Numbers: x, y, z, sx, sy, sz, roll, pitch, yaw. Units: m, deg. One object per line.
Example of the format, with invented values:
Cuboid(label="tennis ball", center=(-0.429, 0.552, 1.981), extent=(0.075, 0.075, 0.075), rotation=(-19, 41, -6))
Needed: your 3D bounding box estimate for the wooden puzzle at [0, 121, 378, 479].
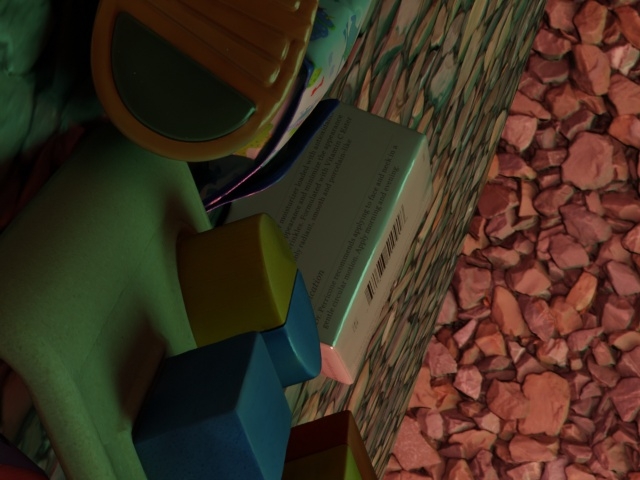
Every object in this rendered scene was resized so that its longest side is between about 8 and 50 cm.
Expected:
Cuboid(label="wooden puzzle", center=(-0.028, 0.118, 0.760), extent=(0.322, 0.080, 0.347), rotation=(-77, 143, -72))

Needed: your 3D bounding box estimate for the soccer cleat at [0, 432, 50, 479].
Cuboid(label="soccer cleat", center=(-0.216, 0.170, 0.553), extent=(0.108, 0.116, 0.318), rotation=(100, 16, -47))

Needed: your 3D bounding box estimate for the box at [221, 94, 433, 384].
Cuboid(label="box", center=(0.000, 0.000, 1.246), extent=(0.182, 0.119, 0.181), rotation=(67, 46, -76))

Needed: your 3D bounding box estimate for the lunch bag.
Cuboid(label="lunch bag", center=(-0.043, -0.091, 0.958), extent=(0.151, 0.096, 0.129), rotation=(-58, 179, 36))

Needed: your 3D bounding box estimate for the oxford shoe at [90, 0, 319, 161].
Cuboid(label="oxford shoe", center=(-0.022, -0.216, 0.797), extent=(0.363, 0.130, 0.133), rotation=(-63, -171, 0))
